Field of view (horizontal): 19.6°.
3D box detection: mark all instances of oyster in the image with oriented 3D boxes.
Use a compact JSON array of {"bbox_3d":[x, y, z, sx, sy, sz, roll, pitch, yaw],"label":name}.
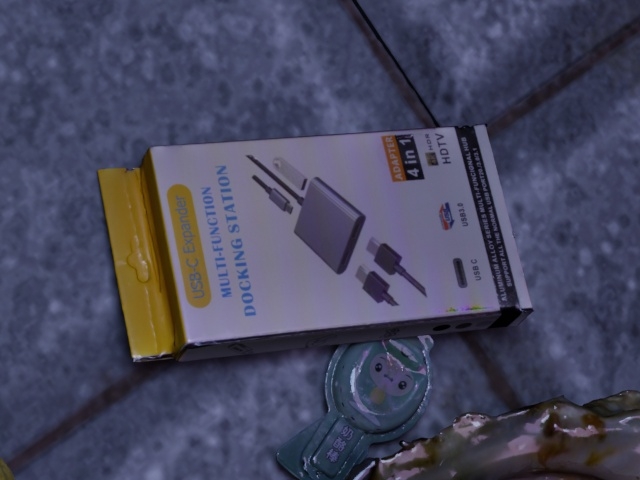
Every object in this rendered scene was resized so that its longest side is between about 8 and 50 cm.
[{"bbox_3d":[0.105,0.184,1.081,0.361,0.096,0.221,-41,95,-21],"label":"oyster"}]

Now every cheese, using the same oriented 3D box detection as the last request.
[{"bbox_3d":[0.026,0.099,1.105,0.067,0.026,0.121,38,70,-9],"label":"cheese"}]

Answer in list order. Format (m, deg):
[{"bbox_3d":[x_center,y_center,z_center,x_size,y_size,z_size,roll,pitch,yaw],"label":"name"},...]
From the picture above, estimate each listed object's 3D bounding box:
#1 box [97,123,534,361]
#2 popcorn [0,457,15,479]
[{"bbox_3d":[0.000,0.000,1.098,0.247,0.033,0.129,-6,70,-21],"label":"box"},{"bbox_3d":[-0.239,0.150,0.915,0.191,0.190,0.253,-22,84,-29],"label":"popcorn"}]
